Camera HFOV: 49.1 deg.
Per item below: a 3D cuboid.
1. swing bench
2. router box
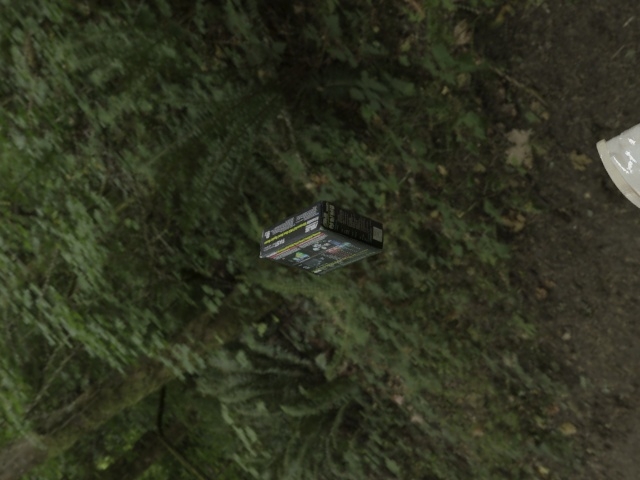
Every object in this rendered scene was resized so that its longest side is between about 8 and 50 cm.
[{"bbox_3d":[0.632,-0.157,1.098,0.253,0.255,0.165,-33,78,59],"label":"swing bench"},{"bbox_3d":[0.000,0.000,0.825,0.092,0.038,0.122,19,152,-34],"label":"router box"}]
